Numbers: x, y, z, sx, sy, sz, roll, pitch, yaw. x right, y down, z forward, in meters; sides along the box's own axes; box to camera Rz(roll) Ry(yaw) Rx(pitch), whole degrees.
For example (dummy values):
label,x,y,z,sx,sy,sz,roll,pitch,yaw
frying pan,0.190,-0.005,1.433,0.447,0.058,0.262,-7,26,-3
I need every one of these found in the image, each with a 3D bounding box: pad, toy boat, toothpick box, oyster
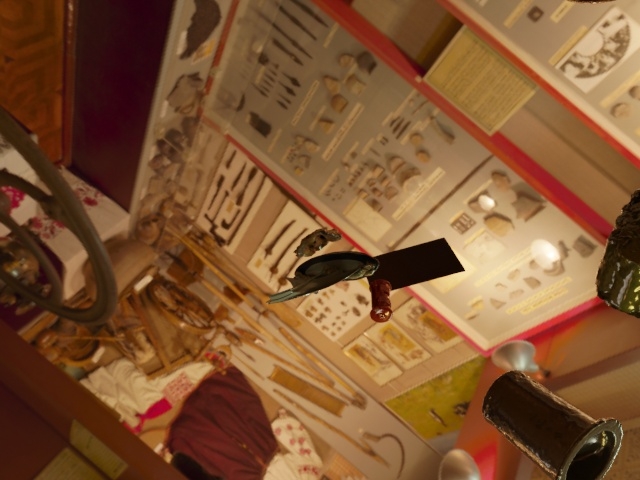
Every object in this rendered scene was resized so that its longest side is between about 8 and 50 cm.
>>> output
label,x,y,z,sx,sy,sz,roll,pitch,yaw
pad,0.293,0.081,1.593,0.299,0.005,0.202,-16,-147,1
toy boat,-0.016,0.080,1.064,0.291,0.070,0.210,-18,-175,-32
toothpick box,0.120,0.120,0.966,0.047,0.047,0.083,-50,-161,31
oyster,0.000,0.000,1.104,0.146,0.045,0.121,-22,174,-21

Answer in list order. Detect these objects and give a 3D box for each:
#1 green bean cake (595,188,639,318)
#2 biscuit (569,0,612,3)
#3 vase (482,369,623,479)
label,x,y,z,sx,sy,sz,roll,pitch,yaw
green bean cake,0.485,0.019,0.616,0.200,0.214,0.113,-44,137,-31
biscuit,0.446,-0.463,0.759,0.049,0.208,0.181,-8,133,-44
vase,0.599,0.492,1.310,0.245,0.245,0.291,-50,-144,-2
